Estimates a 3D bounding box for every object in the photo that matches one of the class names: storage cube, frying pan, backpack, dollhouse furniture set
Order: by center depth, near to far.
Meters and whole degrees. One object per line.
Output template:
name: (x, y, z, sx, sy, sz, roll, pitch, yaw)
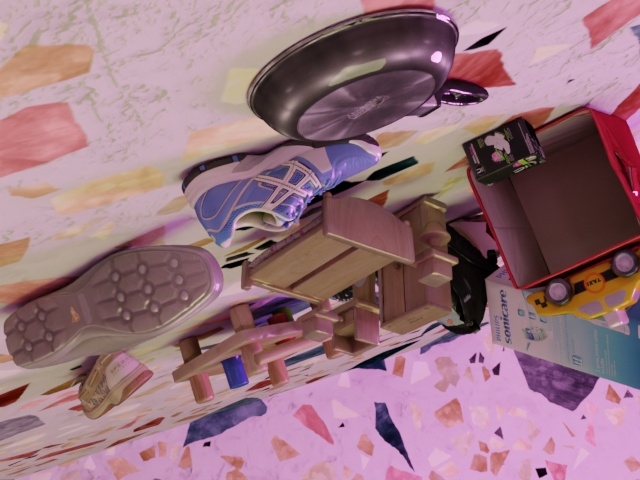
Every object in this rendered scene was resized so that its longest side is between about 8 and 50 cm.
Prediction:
frying pan: (0.052, -0.128, 0.970, 0.197, 0.053, 0.326, -22, 164, 13)
storage cube: (0.344, -0.053, 1.408, 0.215, 0.184, 0.193, -28, 167, 28)
dollhouse furniture set: (0.000, 0.000, 1.411, 0.355, 0.174, 0.303, 20, 146, -32)
backpack: (0.183, 0.048, 1.609, 0.182, 0.152, 0.115, 41, 141, -26)

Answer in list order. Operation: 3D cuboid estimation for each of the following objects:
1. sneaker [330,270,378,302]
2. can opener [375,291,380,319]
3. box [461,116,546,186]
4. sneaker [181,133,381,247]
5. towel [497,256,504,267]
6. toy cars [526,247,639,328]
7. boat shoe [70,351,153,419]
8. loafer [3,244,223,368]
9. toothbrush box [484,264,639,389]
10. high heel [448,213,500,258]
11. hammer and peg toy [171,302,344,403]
sneaker: (0.086, 0.031, 1.677, 0.209, 0.069, 0.082, -25, -158, -17)
can opener: (0.149, 0.124, 2.181, 0.186, 0.073, 0.059, -20, 129, -11)
box: (0.231, -0.110, 1.293, 0.083, 0.052, 0.062, -24, 166, 20)
sneaker: (-0.032, -0.054, 1.062, 0.211, 0.081, 0.080, -19, 166, -12)
towel: (0.440, 0.013, 2.074, 0.331, 0.053, 0.317, -15, 161, -26)
toy cars: (0.469, 0.043, 1.390, 0.393, 0.087, 0.176, -18, 168, -18)
boat shoe: (-0.377, 0.246, 1.832, 0.104, 0.089, 0.285, -43, -175, -33)
loafer: (-0.244, 0.078, 1.257, 0.319, 0.112, 0.111, -18, 175, 27)
toothbrush box: (0.432, 0.093, 1.557, 0.295, 0.126, 0.216, 15, -144, 41)
high heel: (0.311, -0.008, 1.751, 0.186, 0.093, 0.261, -3, 154, -47)
hammer and peg toy: (-0.083, 0.175, 1.850, 0.265, 0.127, 0.361, -6, 162, -40)
